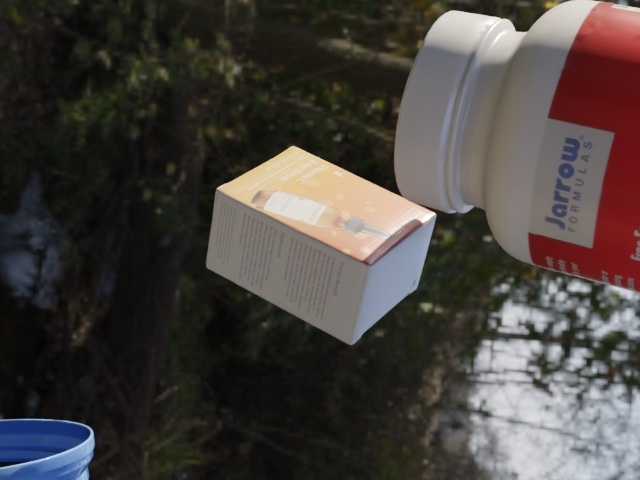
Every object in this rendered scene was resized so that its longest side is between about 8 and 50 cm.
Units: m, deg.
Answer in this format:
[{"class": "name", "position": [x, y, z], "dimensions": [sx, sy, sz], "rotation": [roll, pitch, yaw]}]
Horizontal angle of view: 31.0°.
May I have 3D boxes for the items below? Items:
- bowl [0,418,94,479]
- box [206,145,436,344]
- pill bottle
[{"class": "bowl", "position": [-0.527, 0.339, 1.698], "dimensions": [0.391, 0.391, 0.077], "rotation": [-27, 113, -83]}, {"class": "box", "position": [0.000, 0.000, 1.091], "dimensions": [0.130, 0.170, 0.091], "rotation": [-36, 145, -49]}, {"class": "pill bottle", "position": [0.280, -0.069, 0.947], "dimensions": [0.229, 0.407, 0.229], "rotation": [-48, 146, -49]}]
